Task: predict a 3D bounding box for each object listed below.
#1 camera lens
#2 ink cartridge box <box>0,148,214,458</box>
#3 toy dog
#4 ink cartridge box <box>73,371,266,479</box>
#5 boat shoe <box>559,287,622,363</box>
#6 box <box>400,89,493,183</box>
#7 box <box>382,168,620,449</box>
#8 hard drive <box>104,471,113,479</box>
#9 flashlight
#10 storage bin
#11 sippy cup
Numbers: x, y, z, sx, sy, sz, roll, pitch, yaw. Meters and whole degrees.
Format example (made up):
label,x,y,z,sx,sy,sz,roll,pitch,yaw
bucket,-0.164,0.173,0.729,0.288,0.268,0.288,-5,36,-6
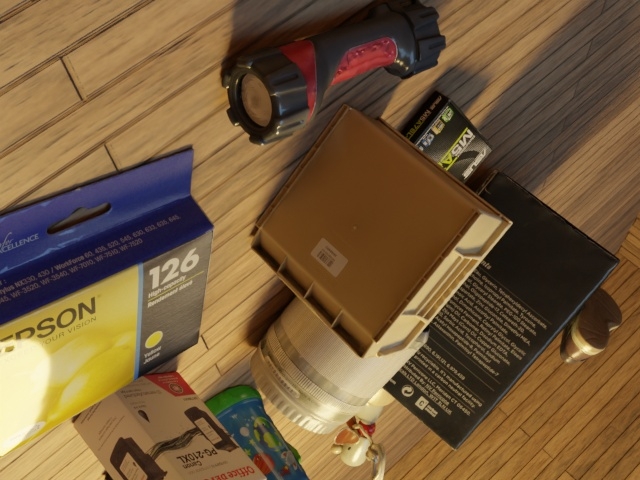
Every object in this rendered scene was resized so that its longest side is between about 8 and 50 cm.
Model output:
label,x,y,z,sx,sy,sz,roll,pitch,yaw
camera lens,0.036,0.173,1.331,0.274,0.219,0.219,-49,156,13
ink cartridge box,-0.262,0.074,0.880,0.304,0.072,0.307,-27,148,-37
toy dog,0.070,0.391,1.786,0.220,0.161,0.333,-141,-121,-78
ink cartridge box,-0.219,0.315,1.122,0.100,0.237,0.172,-53,155,14
boat shoe,0.586,0.186,1.664,0.092,0.103,0.285,-45,173,33
box,0.186,-0.131,1.284,0.190,0.045,0.184,-50,138,6
box,0.360,0.131,1.628,0.471,0.297,0.480,-54,165,11
hard drive,-0.311,0.437,1.340,0.135,0.094,0.022,70,35,-63
flashlight,0.030,-0.204,0.903,0.304,0.103,0.103,-26,147,-36
storage bin,0.074,-0.011,1.073,0.260,0.262,0.123,-53,154,13
sippy cup,-0.147,0.434,1.437,0.305,0.224,0.240,-28,150,-37
